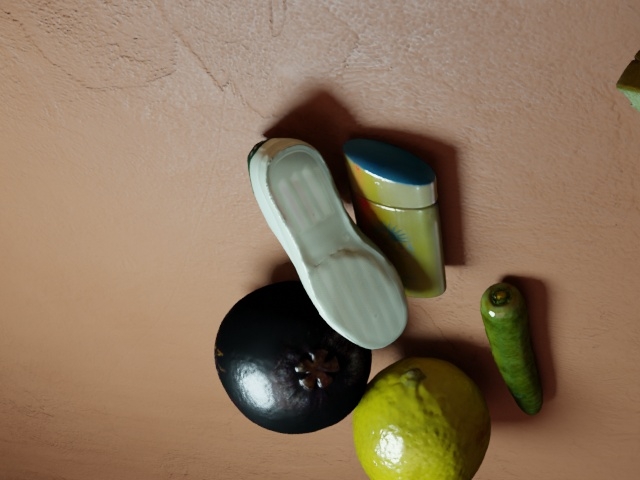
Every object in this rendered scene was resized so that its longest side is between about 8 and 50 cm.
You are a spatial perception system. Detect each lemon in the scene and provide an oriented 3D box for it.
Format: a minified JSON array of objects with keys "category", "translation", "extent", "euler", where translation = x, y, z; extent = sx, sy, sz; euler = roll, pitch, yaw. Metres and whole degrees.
[{"category":"lemon","translation":[0.177,0.332,1.743],"extent":[0.267,0.267,0.267],"euler":[14,143,11]}]

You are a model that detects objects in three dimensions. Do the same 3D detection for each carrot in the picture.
[{"category":"carrot","translation":[0.326,0.193,1.647],"extent":[0.074,0.074,0.358],"euler":[3,143,24]}]

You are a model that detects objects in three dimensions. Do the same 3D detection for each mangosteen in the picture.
[{"category":"mangosteen","translation":[-0.057,0.196,1.719],"extent":[0.275,0.275,0.302],"euler":[37,174,-20]}]

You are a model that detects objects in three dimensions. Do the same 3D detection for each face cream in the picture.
[{"category":"face cream","translation":[0.114,-0.029,1.468],"extent":[0.139,0.067,0.285],"euler":[16,144,24]}]

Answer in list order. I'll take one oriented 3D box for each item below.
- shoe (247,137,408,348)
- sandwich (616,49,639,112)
[{"category":"shoe","translation":[0.000,0.000,1.476],"extent":[0.363,0.132,0.160],"euler":[60,170,-25]},{"category":"sandwich","translation":[0.436,-0.208,1.042],"extent":[0.122,0.128,0.235],"euler":[34,99,-17]}]
